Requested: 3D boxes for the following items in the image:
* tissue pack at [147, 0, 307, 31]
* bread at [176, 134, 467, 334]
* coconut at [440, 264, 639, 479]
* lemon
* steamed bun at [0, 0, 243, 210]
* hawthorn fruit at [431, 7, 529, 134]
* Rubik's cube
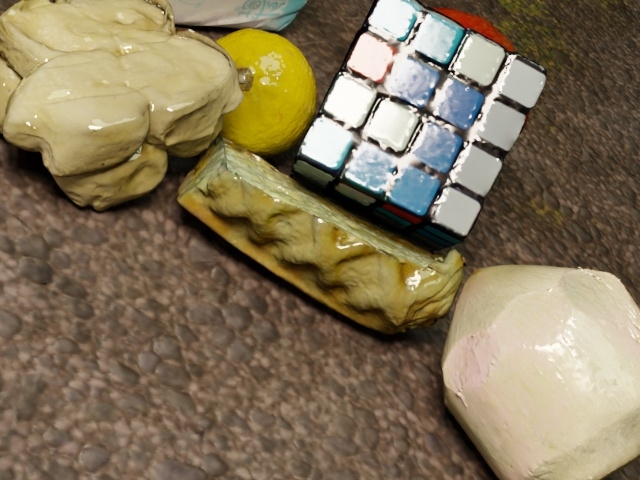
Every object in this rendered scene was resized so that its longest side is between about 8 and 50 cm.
[{"bbox_3d":[-0.144,-0.301,1.084,0.271,0.124,0.201,-6,52,-45],"label":"tissue pack"},{"bbox_3d":[0.000,0.000,0.889,0.232,0.088,0.128,27,6,-10],"label":"bread"},{"bbox_3d":[0.174,0.093,0.858,0.171,0.171,0.183,-17,72,-48],"label":"coconut"},{"bbox_3d":[-0.056,-0.123,0.958,0.109,0.109,0.133,44,3,11],"label":"lemon"},{"bbox_3d":[-0.169,-0.104,0.859,0.177,0.106,0.192,34,46,20],"label":"steamed bun"},{"bbox_3d":[0.123,-0.149,1.106,0.173,0.173,0.179,44,29,11],"label":"hawthorn fruit"},{"bbox_3d":[0.074,-0.093,0.936,0.151,0.154,0.155,28,-3,-2],"label":"Rubik's cube"}]
